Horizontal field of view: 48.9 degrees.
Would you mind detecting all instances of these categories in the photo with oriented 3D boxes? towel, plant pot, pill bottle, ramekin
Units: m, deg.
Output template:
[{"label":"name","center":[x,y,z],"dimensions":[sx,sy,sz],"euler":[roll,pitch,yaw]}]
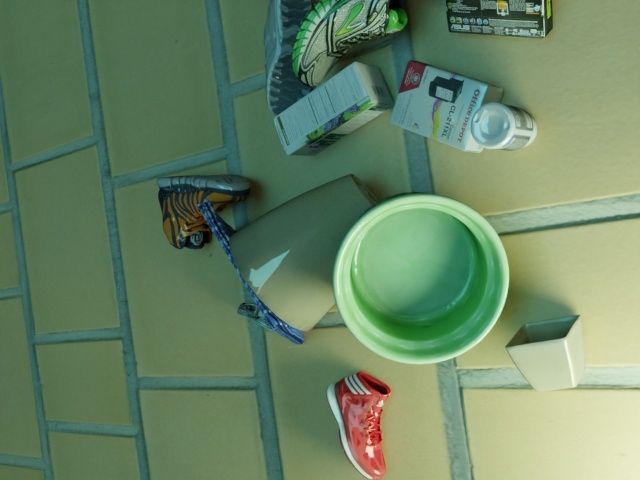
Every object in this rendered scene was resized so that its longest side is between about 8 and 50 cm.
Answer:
[{"label":"towel","center":[-0.143,0.074,1.551],"dimensions":[0.040,0.243,0.336],"euler":[-33,71,-1]},{"label":"plant pot","center":[0.000,0.000,1.431],"dimensions":[0.274,0.256,0.256],"euler":[-41,69,14]},{"label":"plant pot","center":[0.401,0.200,1.221],"dimensions":[0.109,0.109,0.096],"euler":[-17,97,36]},{"label":"pill bottle","center":[0.322,-0.195,1.219],"dimensions":[0.078,0.137,0.078],"euler":[3,95,36]},{"label":"ramekin","center":[0.174,0.055,1.272],"dimensions":[0.303,0.148,0.304],"euler":[0,103,2]}]

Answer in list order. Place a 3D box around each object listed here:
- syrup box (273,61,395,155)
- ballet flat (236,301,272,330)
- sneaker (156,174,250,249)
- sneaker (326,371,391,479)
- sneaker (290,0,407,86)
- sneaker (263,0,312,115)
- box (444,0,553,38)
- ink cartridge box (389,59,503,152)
[{"label":"syrup box","center":[0.024,-0.267,1.463],"dimensions":[0.236,0.093,0.096],"euler":[-28,77,35]},{"label":"ballet flat","center":[-0.150,0.175,1.668],"dimensions":[0.114,0.041,0.041],"euler":[22,107,33]},{"label":"sneaker","center":[-0.277,-0.067,1.704],"dimensions":[0.321,0.124,0.180],"euler":[5,101,47]},{"label":"sneaker","center":[0.102,0.380,1.466],"dimensions":[0.128,0.087,0.221],"euler":[-38,73,34]},{"label":"sneaker","center":[0.070,-0.419,1.332],"dimensions":[0.146,0.134,0.343],"euler":[46,121,4]},{"label":"sneaker","center":[-0.074,-0.414,1.543],"dimensions":[0.115,0.105,0.282],"euler":[-147,62,-63]},{"label":"box","center":[0.300,-0.444,1.212],"dimensions":[0.190,0.045,0.184],"euler":[16,138,35]},{"label":"ink cartridge box","center":[0.234,-0.252,1.320],"dimensions":[0.175,0.072,0.128],"euler":[27,109,33]}]
